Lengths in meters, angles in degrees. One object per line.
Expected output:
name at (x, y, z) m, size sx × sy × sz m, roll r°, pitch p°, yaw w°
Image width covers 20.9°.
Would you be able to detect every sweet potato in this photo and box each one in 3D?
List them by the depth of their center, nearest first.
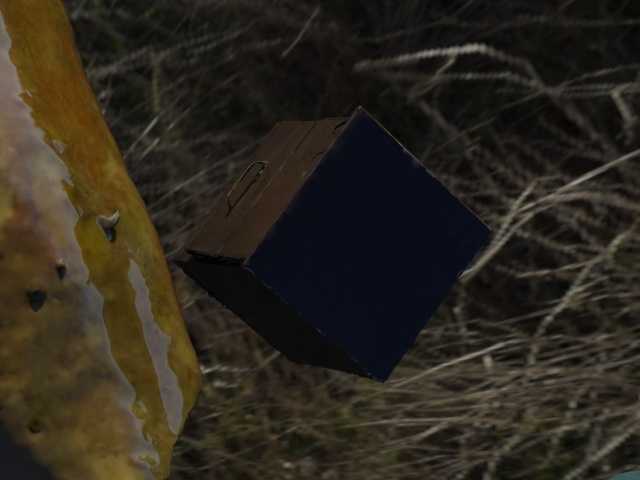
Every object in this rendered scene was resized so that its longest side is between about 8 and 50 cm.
sweet potato at (-0.154, -0.023, 0.680) m, size 0.158 × 0.158 × 0.369 m, roll -16°, pitch 76°, yaw -16°

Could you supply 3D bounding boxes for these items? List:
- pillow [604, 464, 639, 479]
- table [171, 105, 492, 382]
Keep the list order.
pillow at (0.098, 0.220, 0.798) m, size 0.189 × 0.255 × 0.034 m, roll -33°, pitch 117°, yaw 21°
table at (0.000, 0.000, 1.508) m, size 0.172 × 0.193 × 0.169 m, roll 42°, pitch 76°, yaw -20°
